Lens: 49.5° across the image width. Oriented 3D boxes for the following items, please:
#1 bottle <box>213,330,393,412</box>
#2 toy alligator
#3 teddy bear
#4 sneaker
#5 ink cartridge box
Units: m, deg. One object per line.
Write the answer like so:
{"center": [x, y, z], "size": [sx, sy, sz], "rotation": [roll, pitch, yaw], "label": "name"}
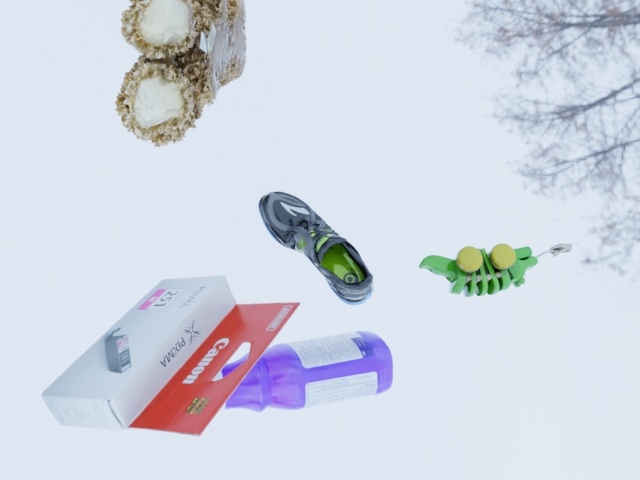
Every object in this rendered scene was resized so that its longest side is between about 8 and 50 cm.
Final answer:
{"center": [-0.034, 0.205, 1.065], "size": [0.283, 0.118, 0.092], "rotation": [-7, -76, -20], "label": "bottle"}
{"center": [0.205, 0.035, 0.786], "size": [0.190, 0.056, 0.051], "rotation": [-4, -110, -12], "label": "toy alligator"}
{"center": [-0.178, -0.234, 0.848], "size": [0.338, 0.113, 0.245], "rotation": [-78, -8, -53], "label": "teddy bear"}
{"center": [0.000, 0.000, 0.875], "size": [0.188, 0.078, 0.067], "rotation": [45, -110, 10], "label": "sneaker"}
{"center": [-0.192, 0.142, 0.934], "size": [0.275, 0.239, 0.060], "rotation": [-51, -53, -49], "label": "ink cartridge box"}
